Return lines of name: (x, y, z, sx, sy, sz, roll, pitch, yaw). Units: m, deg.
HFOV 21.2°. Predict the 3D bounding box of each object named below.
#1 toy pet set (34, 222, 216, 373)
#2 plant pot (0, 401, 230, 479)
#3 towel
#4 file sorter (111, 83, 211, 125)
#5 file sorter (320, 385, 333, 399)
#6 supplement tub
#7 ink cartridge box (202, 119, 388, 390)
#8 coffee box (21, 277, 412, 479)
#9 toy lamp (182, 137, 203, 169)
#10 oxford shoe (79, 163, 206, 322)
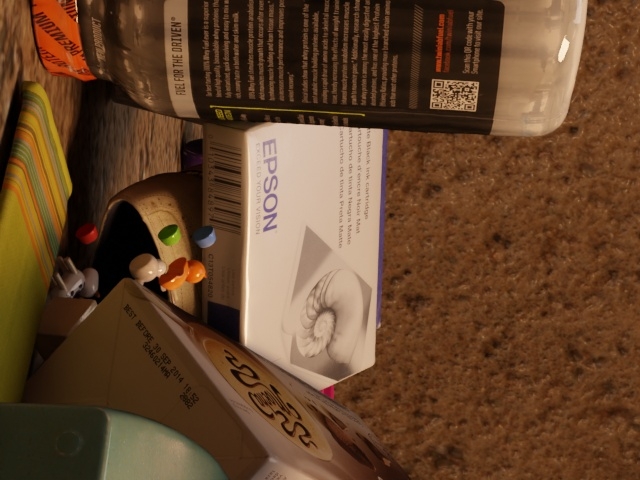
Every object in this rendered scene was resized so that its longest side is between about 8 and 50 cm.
toy pet set: (-0.129, 0.050, 1.119, 0.114, 0.122, 0.065, -53, 130, -35)
plant pot: (-0.131, 0.167, 0.794, 0.234, 0.165, 0.166, 78, 15, -63)
towel: (-0.182, 0.025, 0.989, 0.102, 0.021, 0.237, 83, 11, -50)
file sorter: (-0.033, -0.235, 1.322, 0.173, 0.193, 0.278, -13, 112, -45)
file sorter: (-0.083, 0.198, 1.745, 0.291, 0.182, 0.202, -85, 177, -47)
supplement tub: (-0.004, -0.176, 1.099, 0.207, 0.338, 0.207, 3, 90, -88)
ink cartridge box: (0.000, 0.000, 1.250, 0.224, 0.045, 0.223, -23, 121, -49)
coffee box: (-0.040, 0.162, 1.096, 0.168, 0.119, 0.297, 48, 6, 37)
toy lamp: (-0.111, -0.169, 1.831, 0.080, 0.080, 0.275, -80, 171, -71)
oxford shoe: (-0.144, 0.137, 1.259, 0.146, 0.140, 0.397, -7, 108, -57)
